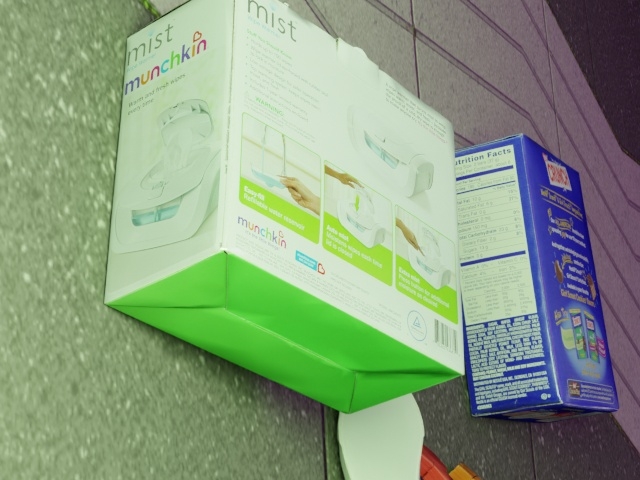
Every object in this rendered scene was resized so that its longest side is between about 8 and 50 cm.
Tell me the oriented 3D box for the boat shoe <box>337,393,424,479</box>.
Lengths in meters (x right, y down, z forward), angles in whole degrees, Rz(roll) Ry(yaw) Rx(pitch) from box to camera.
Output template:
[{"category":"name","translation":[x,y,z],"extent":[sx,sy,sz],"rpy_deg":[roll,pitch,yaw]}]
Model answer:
[{"category":"boat shoe","translation":[0.053,0.224,1.384],"extent":[0.070,0.077,0.219],"rpy_deg":[114,-28,-65]}]

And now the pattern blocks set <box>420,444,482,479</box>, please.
[{"category":"pattern blocks set","translation":[0.215,0.318,1.565],"extent":[0.285,0.026,0.325],"rpy_deg":[48,6,35]}]

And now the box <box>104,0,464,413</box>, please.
[{"category":"box","translation":[-0.017,-0.028,1.160],"extent":[0.262,0.127,0.231],"rpy_deg":[28,50,-41]}]

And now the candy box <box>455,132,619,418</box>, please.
[{"category":"candy box","translation":[0.253,0.054,1.887],"extent":[0.268,0.122,0.317],"rpy_deg":[19,63,-64]}]
